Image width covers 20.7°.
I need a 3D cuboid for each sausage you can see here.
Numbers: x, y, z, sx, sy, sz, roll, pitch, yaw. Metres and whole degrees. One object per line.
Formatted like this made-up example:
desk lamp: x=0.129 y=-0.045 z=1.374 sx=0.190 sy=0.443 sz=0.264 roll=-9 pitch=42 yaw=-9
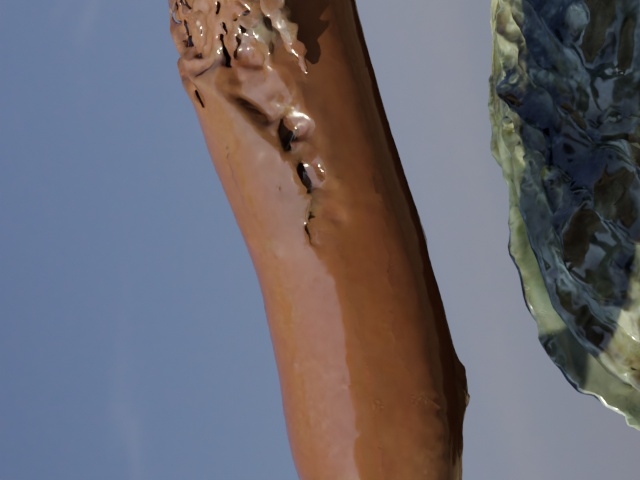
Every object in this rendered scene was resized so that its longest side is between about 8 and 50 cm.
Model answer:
sausage: x=0.000 y=0.000 z=0.609 sx=0.078 sy=0.078 sz=0.304 roll=10 pitch=-114 yaw=-73

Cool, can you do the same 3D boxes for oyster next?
oyster: x=0.157 y=-0.051 z=0.763 sx=0.162 sy=0.158 sz=0.351 roll=-11 pitch=-104 yaw=-42
